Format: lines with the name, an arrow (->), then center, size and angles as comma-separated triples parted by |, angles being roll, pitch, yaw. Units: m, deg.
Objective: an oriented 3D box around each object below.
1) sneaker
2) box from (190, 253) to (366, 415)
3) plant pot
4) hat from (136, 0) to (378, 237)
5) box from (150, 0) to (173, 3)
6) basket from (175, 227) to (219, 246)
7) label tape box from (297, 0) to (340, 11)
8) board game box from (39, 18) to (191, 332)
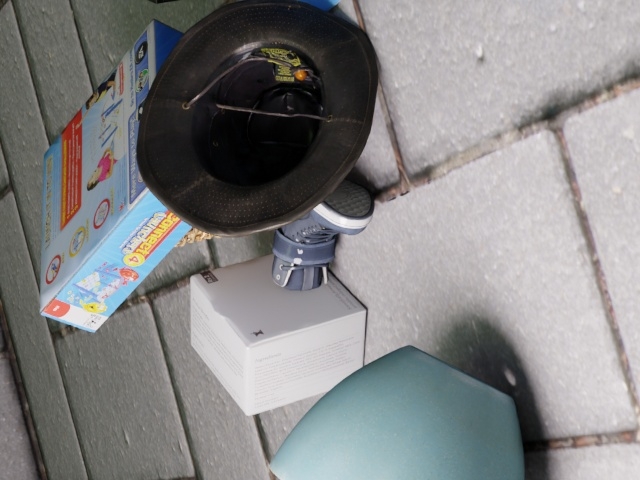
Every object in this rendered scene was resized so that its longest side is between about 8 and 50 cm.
sneaker -> 0.002, 0.000, 2.047 | 0.226, 0.086, 0.163 | -138, 52, -64
box -> -0.059, 0.117, 2.134 | 0.181, 0.182, 0.119 | 46, 143, 47
plant pot -> 0.115, 0.234, 1.794 | 0.290, 0.290, 0.195 | 25, 87, 58
hat -> -0.068, -0.132, 1.973 | 0.331, 0.331, 0.134 | 60, 178, 30
box -> -0.215, -0.379, 2.315 | 0.062, 0.083, 0.052 | 32, 130, 56
basket -> -0.182, -0.127, 2.217 | 0.299, 0.223, 0.213 | 19, 119, 61
label tape box -> -0.062, -0.445, 1.956 | 0.240, 0.106, 0.334 | -28, 77, 64
board game box -> -0.265, -0.086, 2.142 | 0.302, 0.086, 0.308 | -44, 37, 35
